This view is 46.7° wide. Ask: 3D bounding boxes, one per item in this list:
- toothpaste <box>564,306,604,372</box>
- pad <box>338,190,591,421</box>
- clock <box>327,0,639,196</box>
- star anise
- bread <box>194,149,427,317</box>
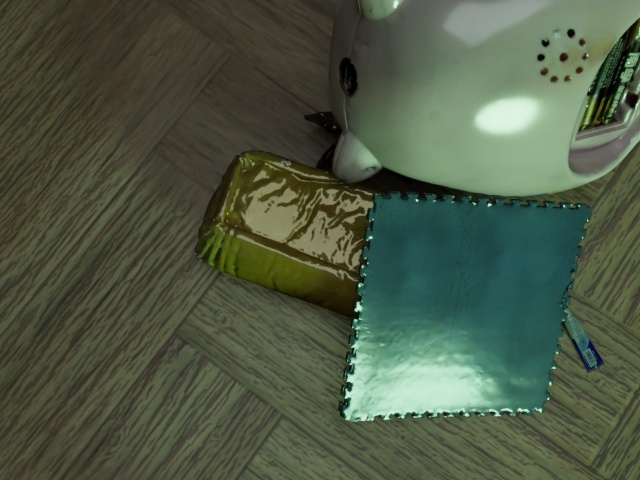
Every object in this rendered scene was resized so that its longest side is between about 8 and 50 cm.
[{"bbox_3d":[0.318,0.121,0.911,0.024,0.015,0.083,-30,86,-8],"label":"toothpaste"},{"bbox_3d":[0.161,0.079,0.825,0.269,0.012,0.270,4,106,-17],"label":"pad"},{"bbox_3d":[0.199,-0.195,0.785,0.376,0.368,0.250,-18,46,-25],"label":"clock"},{"bbox_3d":[0.060,-0.137,0.938,0.168,0.057,0.168,0,74,0],"label":"star anise"},{"bbox_3d":[0.000,0.000,0.875,0.288,0.119,0.152,20,76,2],"label":"bread"}]
